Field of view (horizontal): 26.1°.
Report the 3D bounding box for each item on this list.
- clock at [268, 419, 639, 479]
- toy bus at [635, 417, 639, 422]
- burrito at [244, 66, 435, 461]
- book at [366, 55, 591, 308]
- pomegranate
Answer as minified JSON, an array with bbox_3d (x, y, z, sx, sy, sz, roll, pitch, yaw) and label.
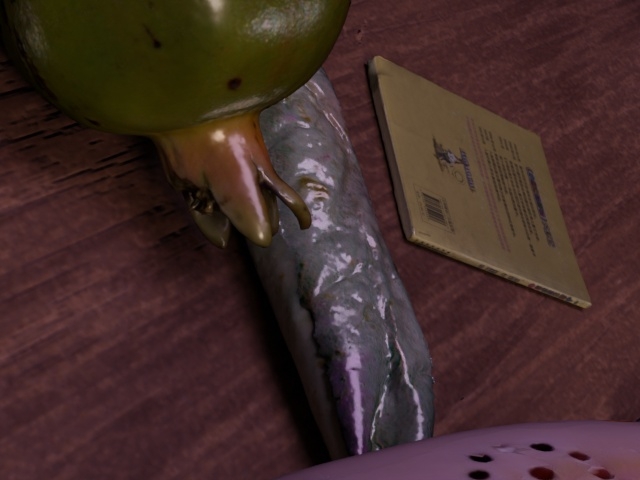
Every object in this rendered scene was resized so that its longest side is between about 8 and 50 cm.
[{"bbox_3d":[0.088,0.213,0.497,0.377,0.250,0.368,15,35,-14],"label":"clock"},{"bbox_3d":[0.269,0.188,0.939,0.047,0.065,0.166,-5,61,-51],"label":"toy bus"},{"bbox_3d":[-0.001,-0.001,0.804,0.096,0.066,0.309,5,55,-41],"label":"burrito"},{"bbox_3d":[0.118,-0.043,1.025,0.192,0.013,0.168,21,45,-37],"label":"book"},{"bbox_3d":[-0.065,-0.120,0.726,0.198,0.198,0.246,-9,63,-52],"label":"pomegranate"}]
